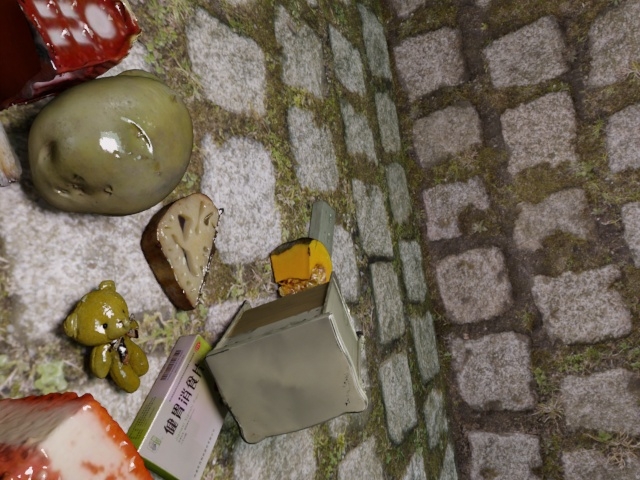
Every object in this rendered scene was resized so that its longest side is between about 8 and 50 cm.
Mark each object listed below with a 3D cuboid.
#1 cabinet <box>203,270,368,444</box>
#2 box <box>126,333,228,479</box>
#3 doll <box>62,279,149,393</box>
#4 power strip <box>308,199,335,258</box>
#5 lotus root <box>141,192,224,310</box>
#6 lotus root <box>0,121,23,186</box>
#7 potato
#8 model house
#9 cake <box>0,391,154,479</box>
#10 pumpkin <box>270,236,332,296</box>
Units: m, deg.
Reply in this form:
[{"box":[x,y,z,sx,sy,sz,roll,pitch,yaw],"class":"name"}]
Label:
[{"box":[-0.057,0.256,1.072,0.318,0.289,0.228,-72,140,-75],"class":"cabinet"},{"box":[-0.281,0.356,0.958,0.175,0.062,0.261,57,37,-34],"class":"box"},{"box":[-0.372,0.184,0.838,0.137,0.097,0.210,-67,141,-53],"class":"doll"},{"box":[0.000,0.000,1.569,0.093,0.053,0.288,41,46,-47],"class":"power strip"},{"box":[-0.312,0.005,1.019,0.170,0.074,0.261,46,45,-42],"class":"lotus root"},{"box":[-0.567,-0.223,0.657,0.167,0.078,0.330,-137,-153,-79],"class":"lotus root"},{"box":[-0.365,-0.178,0.846,0.243,0.220,0.326,64,29,-19],"class":"potato"},{"box":[-0.450,-0.351,0.792,0.160,0.195,0.254,64,32,-19],"class":"model house"},{"box":[-0.389,0.383,0.557,0.270,0.269,0.320,64,34,-22],"class":"cake"},{"box":[-0.067,0.118,1.328,0.190,0.139,0.281,63,30,-31],"class":"pumpkin"}]
